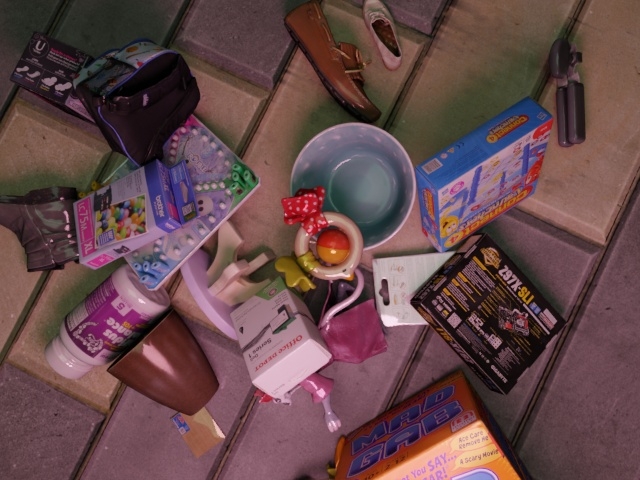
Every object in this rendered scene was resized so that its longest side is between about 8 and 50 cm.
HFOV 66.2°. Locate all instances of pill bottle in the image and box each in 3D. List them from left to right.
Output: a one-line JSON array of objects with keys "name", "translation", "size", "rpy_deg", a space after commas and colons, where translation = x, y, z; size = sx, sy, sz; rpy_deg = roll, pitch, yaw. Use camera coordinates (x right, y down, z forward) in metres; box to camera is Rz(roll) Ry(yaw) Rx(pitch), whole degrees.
[{"name": "pill bottle", "translation": [-0.553, 0.214, 1.267], "size": [0.301, 0.169, 0.169], "rpy_deg": [-42, 85, 4]}]

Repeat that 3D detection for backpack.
[{"name": "backpack", "translation": [-0.441, -0.354, 1.213], "size": [0.213, 0.276, 0.263], "rpy_deg": [38, 70, 19]}]

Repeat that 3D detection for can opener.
[{"name": "can opener", "translation": [0.653, -0.392, 1.313], "size": [0.093, 0.074, 0.280], "rpy_deg": [-4, 88, -15]}]

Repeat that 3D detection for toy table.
[{"name": "toy table", "translation": [-0.215, 0.096, 1.247], "size": [0.161, 0.252, 0.274], "rpy_deg": [-37, 97, 16]}]

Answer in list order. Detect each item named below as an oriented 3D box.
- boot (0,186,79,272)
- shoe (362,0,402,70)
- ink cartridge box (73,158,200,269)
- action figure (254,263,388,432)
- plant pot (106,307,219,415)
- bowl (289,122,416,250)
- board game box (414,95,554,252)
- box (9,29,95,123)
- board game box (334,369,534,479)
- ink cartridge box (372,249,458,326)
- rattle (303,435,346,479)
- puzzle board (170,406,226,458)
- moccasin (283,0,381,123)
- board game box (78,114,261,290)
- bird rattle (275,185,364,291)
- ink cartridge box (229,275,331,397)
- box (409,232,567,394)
[{"name": "boot", "translation": [-0.808, -0.015, 1.331], "size": [0.339, 0.118, 0.222], "rpy_deg": [-8, 94, 8]}, {"name": "shoe", "translation": [0.177, -0.582, 1.354], "size": [0.077, 0.058, 0.218], "rpy_deg": [-21, 85, 1]}, {"name": "ink cartridge box", "translation": [-0.460, -0.075, 1.212], "size": [0.311, 0.065, 0.185], "rpy_deg": [-24, 64, 8]}, {"name": "action figure", "translation": [-0.002, 0.263, 1.177], "size": [0.370, 0.275, 0.248], "rpy_deg": [-33, 44, -28]}, {"name": "plant pot", "translation": [-0.378, 0.330, 1.254], "size": [0.215, 0.215, 0.230], "rpy_deg": [-42, 99, -1]}, {"name": "bowl", "translation": [0.091, -0.132, 1.256], "size": [0.312, 0.163, 0.311], "rpy_deg": [1, 94, 13]}, {"name": "board game box", "translation": [0.387, -0.143, 1.184], "size": [0.308, 0.302, 0.086], "rpy_deg": [-33, 59, -3]}, {"name": "box", "translation": [-0.633, -0.403, 1.279], "size": [0.164, 0.247, 0.142], "rpy_deg": [24, 88, 4]}, {"name": "board game box", "translation": [0.278, 0.573, 1.094], "size": [0.356, 0.356, 0.356], "rpy_deg": [-34, 85, 9]}, {"name": "ink cartridge box", "translation": [0.264, 0.128, 1.308], "size": [0.233, 0.066, 0.188], "rpy_deg": [-6, 86, 10]}, {"name": "rattle", "translation": [-0.033, 0.597, 1.276], "size": [0.200, 0.130, 0.142], "rpy_deg": [-16, 73, 27]}, {"name": "puzzle board", "translation": [-0.329, 0.505, 1.321], "size": [0.096, 0.011, 0.128], "rpy_deg": [-37, 85, 1]}, {"name": "moccasin", "translation": [0.055, -0.484, 1.323], "size": [0.147, 0.139, 0.379], "rpy_deg": [-34, 76, 8]}, {"name": "board game box", "translation": [-0.407, -0.133, 1.276], "size": [0.390, 0.050, 0.390], "rpy_deg": [-46, 62, -2]}, {"name": "bird rattle", "translation": [0.000, 0.000, 1.169], "size": [0.207, 0.143, 0.253], "rpy_deg": [10, 84, 2]}, {"name": "ink cartridge box", "translation": [-0.095, 0.211, 1.099], "size": [0.160, 0.219, 0.092], "rpy_deg": [-38, 130, 3]}, {"name": "box", "translation": [0.424, 0.183, 1.237], "size": [0.257, 0.079, 0.322], "rpy_deg": [-45, 94, -14]}]
